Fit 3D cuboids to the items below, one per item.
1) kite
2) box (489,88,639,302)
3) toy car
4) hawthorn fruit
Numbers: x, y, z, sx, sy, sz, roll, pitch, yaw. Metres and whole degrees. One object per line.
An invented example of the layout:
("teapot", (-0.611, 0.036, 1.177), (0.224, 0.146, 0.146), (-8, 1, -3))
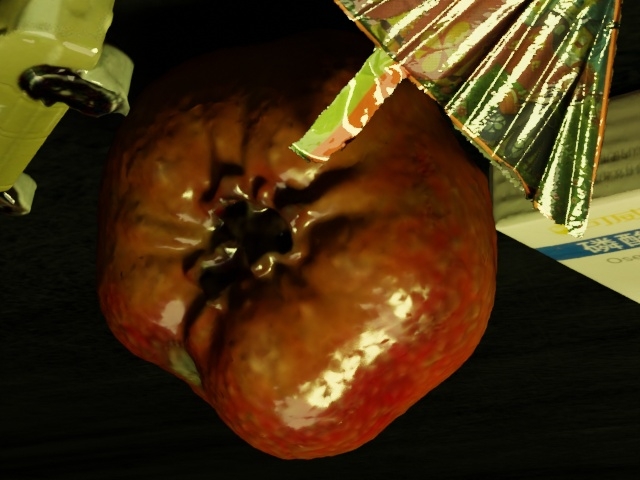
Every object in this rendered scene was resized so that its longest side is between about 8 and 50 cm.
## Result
("kite", (0.047, -0.101, 0.535), (0.241, 0.014, 0.183), (38, 111, -16))
("box", (0.287, -0.039, 0.718), (0.343, 0.065, 0.200), (-13, 155, 38))
("toy car", (-0.161, -0.087, 0.580), (0.124, 0.101, 0.257), (14, 159, -21))
("hawthorn fruit", (0.000, 0.000, 0.697), (0.207, 0.207, 0.243), (-4, -179, 18))
